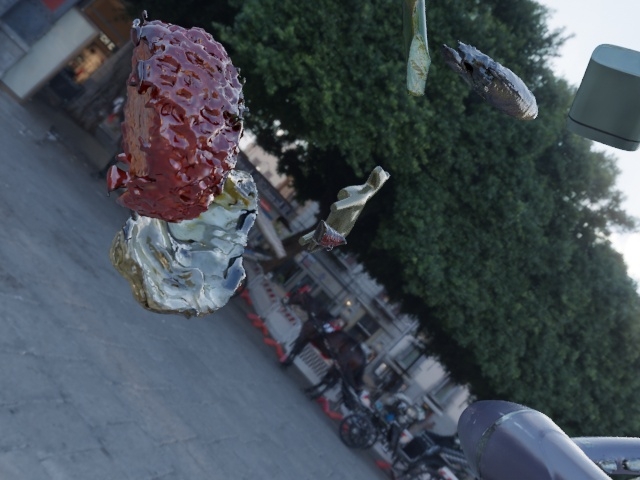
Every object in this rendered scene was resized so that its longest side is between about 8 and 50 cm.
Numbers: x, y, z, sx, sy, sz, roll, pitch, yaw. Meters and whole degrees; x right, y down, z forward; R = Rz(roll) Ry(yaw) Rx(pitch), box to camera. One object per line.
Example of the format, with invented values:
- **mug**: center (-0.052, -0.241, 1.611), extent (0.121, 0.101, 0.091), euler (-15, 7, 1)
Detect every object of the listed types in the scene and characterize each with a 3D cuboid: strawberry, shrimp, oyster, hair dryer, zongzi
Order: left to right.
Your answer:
- **strawberry**: center (-0.101, -0.083, 0.401), extent (0.086, 0.145, 0.145), euler (14, 9, -20)
- **oyster**: center (-0.127, -0.013, 0.623), extent (0.128, 0.078, 0.345), euler (41, 21, -10)
- **zongzi**: center (0.000, 0.000, 1.195), extent (0.067, 0.073, 0.083), euler (34, -1, 36)
- **shrimp**: center (0.326, -0.336, 1.162), extent (0.233, 0.071, 0.365), euler (45, 20, 32)
- **hair dryer**: center (0.380, 0.283, 0.691), extent (0.361, 0.121, 0.301), euler (4, 5, -18)

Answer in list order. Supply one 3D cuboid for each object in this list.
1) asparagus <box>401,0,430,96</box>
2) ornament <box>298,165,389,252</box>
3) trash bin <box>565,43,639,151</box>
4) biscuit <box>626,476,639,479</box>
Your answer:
- **asparagus**: center (0.161, -0.333, 0.962), extent (0.041, 0.045, 0.178), euler (18, 67, -59)
- **ornament**: center (0.075, -0.089, 1.461), extent (0.061, 0.230, 0.245), euler (42, 36, 18)
- **trash bin**: center (0.434, -0.206, 0.824), extent (0.116, 0.059, 0.130), euler (26, -30, 22)
- **biscuit**: center (0.505, 0.479, 0.939), extent (0.250, 0.133, 0.032), euler (-36, 108, -57)
